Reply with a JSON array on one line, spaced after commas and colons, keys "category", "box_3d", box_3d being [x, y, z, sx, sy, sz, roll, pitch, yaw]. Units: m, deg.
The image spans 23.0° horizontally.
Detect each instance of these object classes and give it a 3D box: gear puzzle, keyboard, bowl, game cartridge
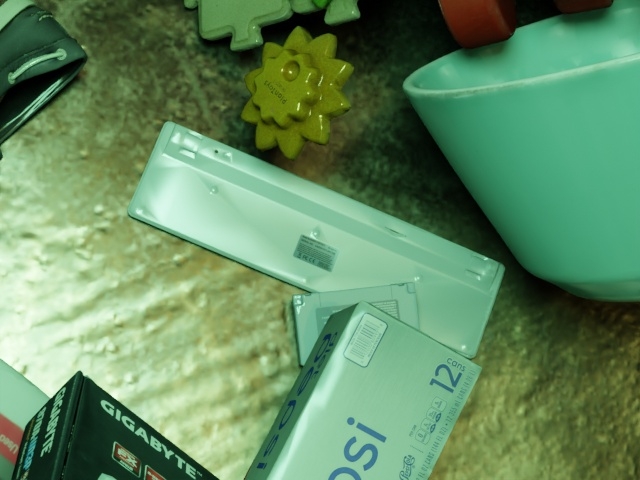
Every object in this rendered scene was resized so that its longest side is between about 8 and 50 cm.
[{"category": "gear puzzle", "box_3d": [-0.033, -0.217, 1.031, 0.044, 0.175, 0.339, 14, 71, -52]}, {"category": "keyboard", "box_3d": [0.000, 0.000, 1.067, 0.256, 0.014, 0.072, 23, 79, -6]}, {"category": "bowl", "box_3d": [0.223, -0.067, 1.005, 0.311, 0.311, 0.163, -21, 102, -16]}, {"category": "game cartridge", "box_3d": [0.025, 0.059, 1.049, 0.083, 0.017, 0.056, -5, 84, -8]}]

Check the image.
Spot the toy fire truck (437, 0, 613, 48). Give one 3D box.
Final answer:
[{"category": "toy fire truck", "box_3d": [0.131, -0.287, 1.006, 0.169, 0.302, 0.254, -13, 62, 19]}]

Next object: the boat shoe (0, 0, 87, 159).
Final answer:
[{"category": "boat shoe", "box_3d": [-0.226, -0.066, 1.000, 0.065, 0.075, 0.206, 34, 68, 0]}]

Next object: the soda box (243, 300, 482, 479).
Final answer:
[{"category": "soda box", "box_3d": [-0.012, 0.184, 0.968, 0.091, 0.098, 0.286, 29, 78, -6]}]

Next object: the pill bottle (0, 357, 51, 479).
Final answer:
[{"category": "pill bottle", "box_3d": [-0.283, 0.197, 0.874, 0.176, 0.176, 0.318, 35, 73, -3]}]

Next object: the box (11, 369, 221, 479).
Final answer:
[{"category": "box", "box_3d": [-0.064, 0.188, 0.794, 0.220, 0.175, 0.051, 41, 108, -18]}]
